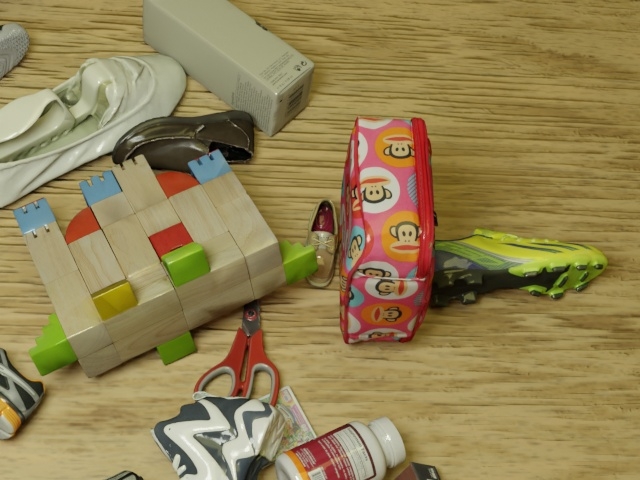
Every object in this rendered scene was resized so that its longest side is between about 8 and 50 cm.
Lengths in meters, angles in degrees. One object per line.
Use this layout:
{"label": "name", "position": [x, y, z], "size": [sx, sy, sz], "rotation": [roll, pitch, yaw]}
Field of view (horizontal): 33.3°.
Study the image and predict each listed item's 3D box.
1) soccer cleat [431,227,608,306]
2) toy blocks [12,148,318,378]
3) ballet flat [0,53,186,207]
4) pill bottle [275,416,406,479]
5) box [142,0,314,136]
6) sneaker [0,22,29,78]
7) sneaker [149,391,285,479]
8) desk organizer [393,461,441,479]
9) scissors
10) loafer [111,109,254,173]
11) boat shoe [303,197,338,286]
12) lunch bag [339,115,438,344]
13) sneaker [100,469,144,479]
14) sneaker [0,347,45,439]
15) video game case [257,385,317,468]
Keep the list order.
{"label": "soccer cleat", "position": [0.272, 0.022, 1.534], "size": [0.289, 0.093, 0.121], "rotation": [-4, 53, -12]}
{"label": "toy blocks", "position": [-0.233, 0.002, 1.434], "size": [0.381, 0.191, 0.261], "rotation": [-25, 53, -12]}
{"label": "ballet flat", "position": [-0.353, -0.183, 1.537], "size": [0.400, 0.139, 0.139], "rotation": [-35, 70, -26]}
{"label": "pill bottle", "position": [0.026, 0.280, 1.342], "size": [0.152, 0.086, 0.086], "rotation": [-21, 64, -20]}
{"label": "box", "position": [-0.145, -0.290, 1.646], "size": [0.275, 0.113, 0.094], "rotation": [39, 61, 13]}
{"label": "sneaker", "position": [-0.578, -0.287, 1.580], "size": [0.268, 0.101, 0.153], "rotation": [-30, 70, -21]}
{"label": "sneaker", "position": [-0.157, 0.291, 1.312], "size": [0.153, 0.094, 0.235], "rotation": [17, 76, 22]}
{"label": "desk organizer", "position": [0.136, 0.347, 1.338], "size": [0.047, 0.050, 0.130], "rotation": [19, 34, -37]}
{"label": "scissors", "position": [-0.086, 0.121, 1.458], "size": [0.109, 0.021, 0.297], "rotation": [13, 53, 6]}
{"label": "loafer", "position": [-0.193, -0.135, 1.561], "size": [0.220, 0.080, 0.078], "rotation": [-14, 62, -17]}
{"label": "boat shoe", "position": [0.000, 0.000, 1.530], "size": [0.050, 0.045, 0.135], "rotation": [4, 59, -6]}
{"label": "lunch bag", "position": [0.079, -0.023, 1.414], "size": [0.120, 0.293, 0.258], "rotation": [0, 60, -4]}
{"label": "sneaker", "position": [-0.369, 0.323, 1.228], "size": [0.343, 0.134, 0.146], "rotation": [-13, 61, -15]}
{"label": "sneaker", "position": [-0.442, 0.159, 1.355], "size": [0.215, 0.084, 0.083], "rotation": [40, 48, 11]}
{"label": "video game case", "position": [-0.075, 0.250, 1.389], "size": [0.122, 0.011, 0.087], "rotation": [-22, 65, -20]}
